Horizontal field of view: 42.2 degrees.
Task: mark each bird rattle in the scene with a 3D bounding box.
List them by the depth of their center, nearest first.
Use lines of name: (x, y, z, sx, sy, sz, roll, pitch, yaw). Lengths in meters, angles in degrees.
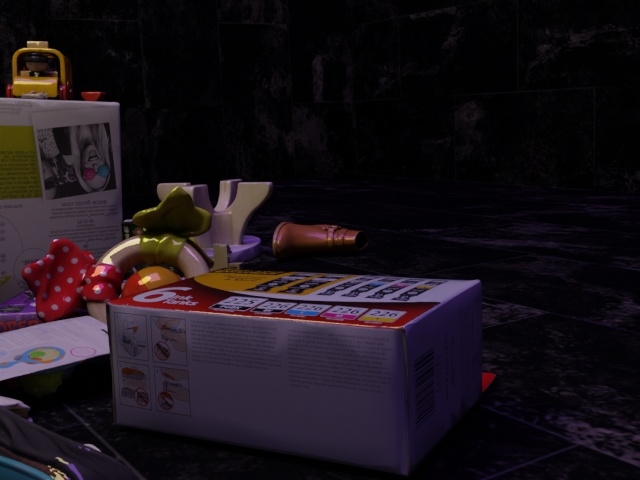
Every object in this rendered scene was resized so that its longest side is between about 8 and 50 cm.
bird rattle: (-0.242, 0.051, 1.085, 0.253, 0.143, 0.207, -29, 63, -24)

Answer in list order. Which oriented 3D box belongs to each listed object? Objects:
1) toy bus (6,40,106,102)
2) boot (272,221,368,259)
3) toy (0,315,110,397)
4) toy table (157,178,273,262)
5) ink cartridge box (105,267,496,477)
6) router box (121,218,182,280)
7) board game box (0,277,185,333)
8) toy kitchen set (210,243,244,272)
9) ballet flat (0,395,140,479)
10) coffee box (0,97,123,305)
toy bus: (-0.496, -0.298, 1.471, 0.202, 0.104, 0.191, 4, 8, 34)
boot: (0.000, 0.000, 1.698, 0.152, 0.073, 0.197, 6, 14, 24)
toy: (-0.329, 0.140, 0.911, 0.237, 0.056, 0.137, -5, 15, -44)
toy table: (-0.219, -0.042, 1.733, 0.252, 0.160, 0.274, -1, 8, 5)
ink cartridge box: (-0.005, 0.104, 0.836, 0.310, 0.130, 0.272, 2, 9, 27)
router box: (-0.295, 0.022, 1.458, 0.092, 0.122, 0.038, -3, 13, 4)
board game box: (-0.285, 0.097, 1.231, 0.347, 0.056, 0.208, -2, 13, -1)
toy kitchen set: (-0.167, 0.034, 1.519, 0.083, 0.068, 0.075, 2, 10, 26)
ballet flat: (-0.246, 0.171, 0.638, 0.280, 0.095, 0.096, 15, 7, 32)
coffee box: (-0.578, -0.072, 1.433, 0.338, 0.334, 0.338, 5, 9, 42)
